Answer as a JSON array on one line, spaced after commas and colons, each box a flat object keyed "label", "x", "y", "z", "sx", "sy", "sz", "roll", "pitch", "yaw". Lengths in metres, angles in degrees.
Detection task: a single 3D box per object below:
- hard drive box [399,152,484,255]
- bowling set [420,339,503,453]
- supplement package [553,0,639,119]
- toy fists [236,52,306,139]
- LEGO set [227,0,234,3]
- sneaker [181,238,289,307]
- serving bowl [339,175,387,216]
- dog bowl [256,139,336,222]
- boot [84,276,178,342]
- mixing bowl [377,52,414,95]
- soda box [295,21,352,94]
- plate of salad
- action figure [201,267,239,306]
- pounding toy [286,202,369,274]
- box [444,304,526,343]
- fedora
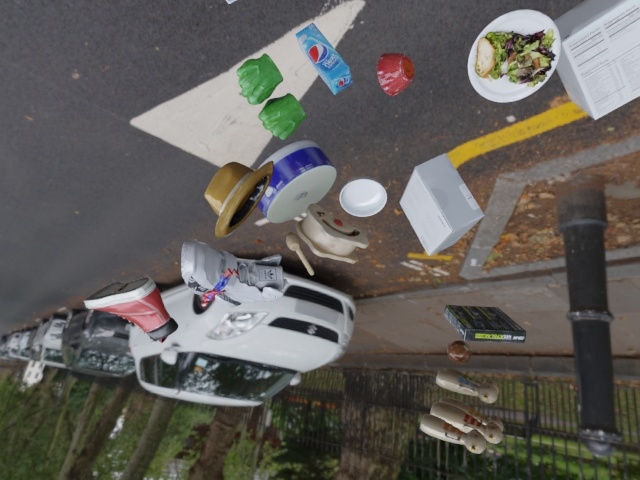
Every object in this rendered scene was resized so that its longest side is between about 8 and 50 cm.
[{"label": "hard drive box", "x": 0.299, "y": -0.082, "z": 1.081, "sx": 0.089, "sy": 0.181, "sz": 0.232, "roll": -25, "pitch": 166, "yaw": -6}, {"label": "bowling set", "x": 0.337, "y": 0.337, "z": 0.928, "sx": 0.154, "sy": 0.200, "sz": 0.287, "roll": 13, "pitch": 178, "yaw": 26}, {"label": "supplement package", "x": 0.810, "y": -0.540, "z": 1.216, "sx": 0.197, "sy": 0.199, "sz": 0.263, "roll": -30, "pitch": 116, "yaw": 25}, {"label": "toy fists", "x": -0.175, "y": -0.477, "z": 1.425, "sx": 0.279, "sy": 0.142, "sz": 0.096, "roll": 55, "pitch": 166, "yaw": -31}, {"label": "LEGO set", "x": -0.225, "y": -0.852, "z": 1.274, "sx": 0.183, "sy": 0.244, "sz": 0.060, "roll": 55, "pitch": 168, "yaw": 6}, {"label": "sneaker", "x": -0.218, "y": 0.083, "z": 1.140, "sx": 0.209, "sy": 0.138, "sz": 0.366, "roll": -9, "pitch": 156, "yaw": 7}, {"label": "serving bowl", "x": 0.076, "y": -0.083, "z": 0.752, "sx": 0.083, "sy": 0.027, "sz": 0.084, "roll": 2, "pitch": 133, "yaw": 2}, {"label": "dog bowl", "x": -0.083, "y": -0.175, "z": 1.293, "sx": 0.264, "sy": 0.104, "sz": 0.265, "roll": -33, "pitch": 164, "yaw": -11}, {"label": "boot", "x": -0.475, "y": 0.191, "z": 1.061, "sx": 0.244, "sy": 0.088, "sz": 0.176, "roll": -8, "pitch": 117, "yaw": 30}, {"label": "mixing bowl", "x": 0.334, "y": -0.718, "z": 1.789, "sx": 0.098, "sy": 0.182, "sz": 0.181, "roll": 1, "pitch": 158, "yaw": 46}, {"label": "soda box", "x": 0.009, "y": -0.536, "z": 1.235, "sx": 0.067, "sy": 0.210, "sz": 0.071, "roll": -33, "pitch": 159, "yaw": 2}, {"label": "plate of salad", "x": 0.440, "y": -0.409, "z": 0.952, "sx": 0.199, "sy": 0.048, "sz": 0.200, "roll": 3, "pitch": 127, "yaw": 5}, {"label": "action figure", "x": -0.236, "y": 0.112, "z": 0.968, "sx": 0.115, "sy": 0.030, "sz": 0.038, "roll": -44, "pitch": 162, "yaw": 14}, {"label": "pounding toy", "x": 0.000, "y": 0.000, "z": 1.248, "sx": 0.269, "sy": 0.154, "sz": 0.155, "roll": 14, "pitch": 123, "yaw": -34}, {"label": "box", "x": 0.501, "y": 0.255, "z": 1.301, "sx": 0.183, "sy": 0.045, "sz": 0.191, "roll": 1, "pitch": -167, "yaw": -3}, {"label": "fedora", "x": -0.168, "y": -0.096, "z": 0.826, "sx": 0.079, "sy": 0.194, "sz": 0.194, "roll": 34, "pitch": 157, "yaw": 1}]
